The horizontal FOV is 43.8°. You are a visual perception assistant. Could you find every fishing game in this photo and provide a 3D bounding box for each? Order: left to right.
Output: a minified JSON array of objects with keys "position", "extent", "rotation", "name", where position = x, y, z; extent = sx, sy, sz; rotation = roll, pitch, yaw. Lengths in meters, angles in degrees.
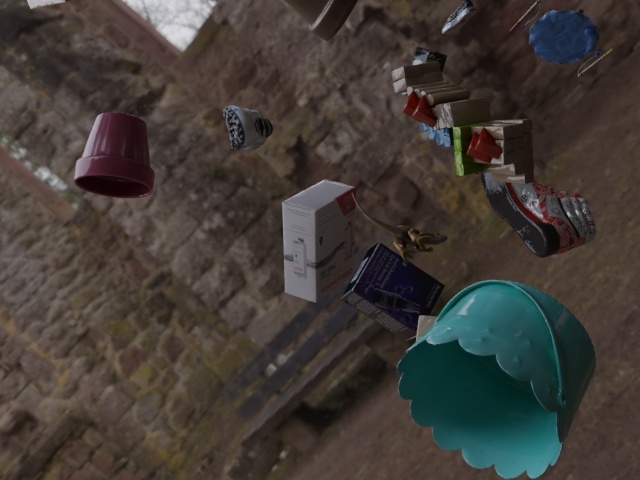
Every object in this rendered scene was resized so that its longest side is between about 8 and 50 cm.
[{"position":[0.666,-0.563,2.178],"extent":[0.189,0.264,0.041],"rotation":[-48,18,56],"name":"fishing game"}]

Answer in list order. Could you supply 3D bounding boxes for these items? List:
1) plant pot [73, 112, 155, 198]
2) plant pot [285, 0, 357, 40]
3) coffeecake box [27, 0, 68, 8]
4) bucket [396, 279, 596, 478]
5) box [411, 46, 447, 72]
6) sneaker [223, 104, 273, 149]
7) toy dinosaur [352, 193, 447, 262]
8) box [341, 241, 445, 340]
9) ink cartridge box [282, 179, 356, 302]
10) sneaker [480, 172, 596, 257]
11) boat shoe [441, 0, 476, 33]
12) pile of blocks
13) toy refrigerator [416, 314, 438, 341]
[{"position":[-0.520,-0.221,2.038],"extent":[0.201,0.201,0.180],"rotation":[138,137,-73],"name":"plant pot"},{"position":[-0.017,-0.674,2.005],"extent":[0.263,0.229,0.263],"rotation":[-57,15,24],"name":"plant pot"},{"position":[-0.516,-0.535,1.470],"extent":[0.142,0.186,0.068],"rotation":[9,36,44],"name":"coffeecake box"},{"position":[0.278,0.207,1.237],"extent":[0.183,0.281,0.281],"rotation":[-43,-2,-37],"name":"bucket"},{"position":[0.262,-0.423,1.947],"extent":[0.052,0.062,0.083],"rotation":[40,120,48],"name":"box"},{"position":[-0.132,-0.211,1.481],"extent":[0.086,0.085,0.237],"rotation":[-13,7,-2],"name":"sneaker"},{"position":[0.152,-0.011,1.529],"extent":[0.064,0.211,0.112],"rotation":[-62,25,14],"name":"toy dinosaur"},{"position":[0.182,0.130,2.006],"extent":[0.153,0.207,0.108],"rotation":[-60,5,-22],"name":"box"},{"position":[0.000,0.000,2.215],"extent":[0.207,0.117,0.283],"rotation":[-33,-49,-48],"name":"ink cartridge box"},{"position":[0.448,-0.080,1.634],"extent":[0.144,0.270,0.090],"rotation":[-12,-41,-20],"name":"sneaker"},{"position":[0.380,-0.618,2.201],"extent":[0.049,0.040,0.142],"rotation":[-15,-7,-28],"name":"boat shoe"},{"position":[0.220,-0.198,1.402],"extent":[0.112,0.362,0.149],"rotation":[-13,-52,-26],"name":"pile of blocks"},{"position":[0.345,0.231,1.704],"extent":[0.094,0.269,0.102],"rotation":[47,-131,-67],"name":"toy refrigerator"}]
